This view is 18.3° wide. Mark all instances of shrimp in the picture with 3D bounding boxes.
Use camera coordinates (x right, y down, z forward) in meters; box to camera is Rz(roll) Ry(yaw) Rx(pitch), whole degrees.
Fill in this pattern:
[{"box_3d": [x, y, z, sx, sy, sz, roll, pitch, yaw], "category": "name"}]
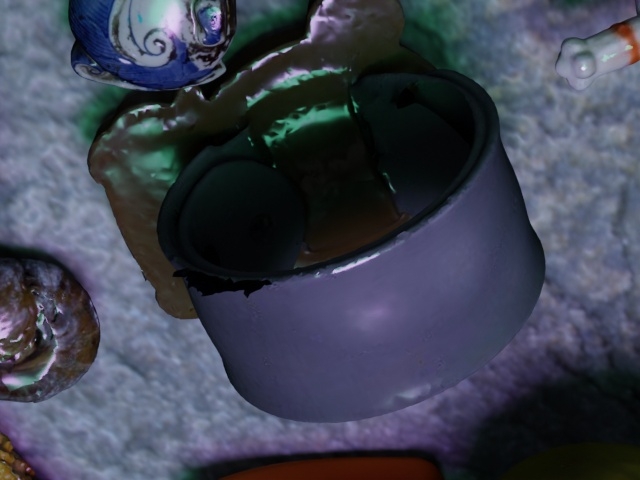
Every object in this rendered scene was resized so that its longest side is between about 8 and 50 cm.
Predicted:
[{"box_3d": [-0.363, 0.087, 1.727, 0.343, 0.116, 0.145, -1, 114, -13], "category": "shrimp"}]

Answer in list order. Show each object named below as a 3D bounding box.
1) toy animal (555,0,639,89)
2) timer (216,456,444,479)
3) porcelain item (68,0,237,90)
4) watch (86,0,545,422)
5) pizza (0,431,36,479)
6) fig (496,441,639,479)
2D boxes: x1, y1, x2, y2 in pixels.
[{"box_3d": [0.331, -0.209, 1.656, 0.282, 0.138, 0.140, -4, 114, 2], "category": "toy animal"}, {"box_3d": [-0.001, 0.338, 1.916, 0.250, 0.161, 0.257, 0, 121, 0], "category": "timer"}, {"box_3d": [-0.160, -0.251, 1.548, 0.186, 0.138, 0.288, -2, 120, 4], "category": "porcelain item"}, {"box_3d": [0.000, 0.000, 1.608, 0.335, 0.327, 0.314, -20, 122, 4], "category": "watch"}, {"box_3d": [-0.322, 0.254, 1.853, 0.289, 0.081, 0.228, 0, 127, -10], "category": "pizza"}, {"box_3d": [0.260, 0.333, 1.735, 0.343, 0.343, 0.343, -4, 121, -7], "category": "fig"}]
